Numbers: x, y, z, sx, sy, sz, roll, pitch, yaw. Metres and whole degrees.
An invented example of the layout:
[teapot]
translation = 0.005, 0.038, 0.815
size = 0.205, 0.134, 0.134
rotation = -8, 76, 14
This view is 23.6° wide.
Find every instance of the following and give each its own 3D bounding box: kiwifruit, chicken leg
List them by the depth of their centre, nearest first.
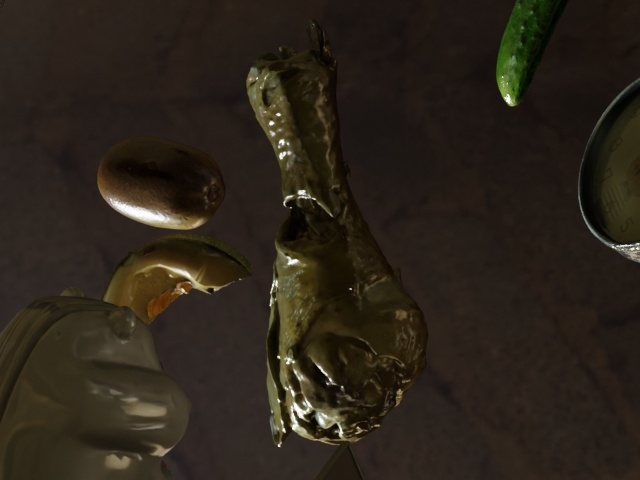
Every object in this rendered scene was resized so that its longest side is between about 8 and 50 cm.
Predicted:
[kiwifruit]
translation = -0.136, -0.049, 1.308
size = 0.124, 0.075, 0.075
rotation = 12, 112, 31
[chicken leg]
translation = 0.000, 0.000, 1.516
size = 0.201, 0.152, 0.429
rotation = 4, 108, 54

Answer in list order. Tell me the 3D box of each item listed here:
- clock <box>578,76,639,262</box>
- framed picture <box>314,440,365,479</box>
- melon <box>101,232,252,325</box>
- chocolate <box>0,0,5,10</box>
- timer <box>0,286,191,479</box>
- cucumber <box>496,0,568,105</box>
[clock]
translation = 0.379, -0.087, 1.708
size = 0.226, 0.049, 0.226
rotation = -37, 43, 44
[framed picture]
translation = 0.015, 0.202, 1.164
size = 0.006, 0.089, 0.066
rotation = -14, 108, 29
[melon]
translation = -0.147, 0.030, 1.504
size = 0.079, 0.160, 0.128
rotation = 59, -166, -6
[chocolate]
translation = -0.303, -0.174, 1.177
size = 0.248, 0.110, 0.110
rotation = -45, 59, 59
[timer]
translation = -0.188, 0.191, 1.048
size = 0.291, 0.291, 0.315
rotation = 16, 90, 60
[cucumber]
translation = 0.247, -0.264, 1.702
size = 0.056, 0.056, 0.250
rotation = 49, 126, 45
